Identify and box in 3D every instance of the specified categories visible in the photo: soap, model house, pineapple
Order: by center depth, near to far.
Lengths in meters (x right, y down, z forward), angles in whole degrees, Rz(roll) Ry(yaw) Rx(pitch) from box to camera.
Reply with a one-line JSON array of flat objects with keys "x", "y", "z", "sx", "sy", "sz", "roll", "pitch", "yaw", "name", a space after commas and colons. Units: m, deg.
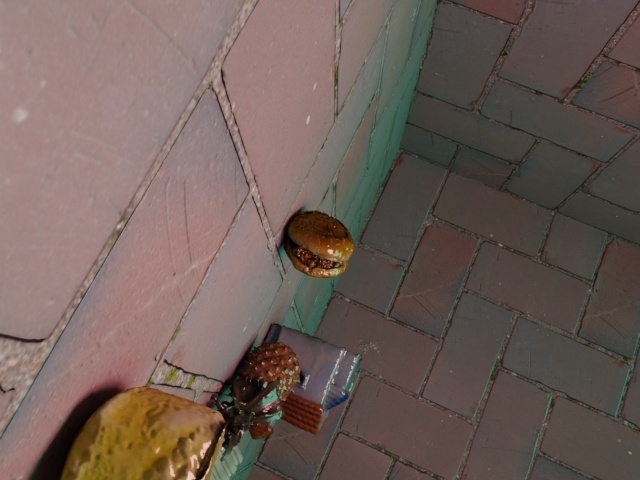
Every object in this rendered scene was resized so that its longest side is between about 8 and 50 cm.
[{"x": -0.164, "y": 0.381, "z": 1.346, "sx": 0.364, "sy": 0.166, "sz": 0.165, "roll": -46, "pitch": 158, "yaw": -65, "name": "pineapple"}, {"x": -0.256, "y": 0.534, "z": 1.373, "sx": 0.119, "sy": 0.067, "sz": 0.198, "roll": -53, "pitch": 158, "yaw": -32, "name": "soap"}, {"x": -0.071, "y": 0.448, "z": 1.652, "sx": 0.251, "sy": 0.295, "sz": 0.329, "roll": 85, "pitch": 27, "yaw": -65, "name": "model house"}]

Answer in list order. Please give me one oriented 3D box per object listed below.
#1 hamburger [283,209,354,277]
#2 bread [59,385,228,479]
[{"x": 0.000, "y": 0.000, "z": 1.325, "sx": 0.186, "sy": 0.177, "sz": 0.113, "roll": -17, "pitch": 129, "yaw": -43, "name": "hamburger"}, {"x": -0.213, "y": 0.276, "z": 0.682, "sx": 0.197, "sy": 0.171, "sz": 0.197, "roll": -166, "pitch": -90, "yaw": -89, "name": "bread"}]
